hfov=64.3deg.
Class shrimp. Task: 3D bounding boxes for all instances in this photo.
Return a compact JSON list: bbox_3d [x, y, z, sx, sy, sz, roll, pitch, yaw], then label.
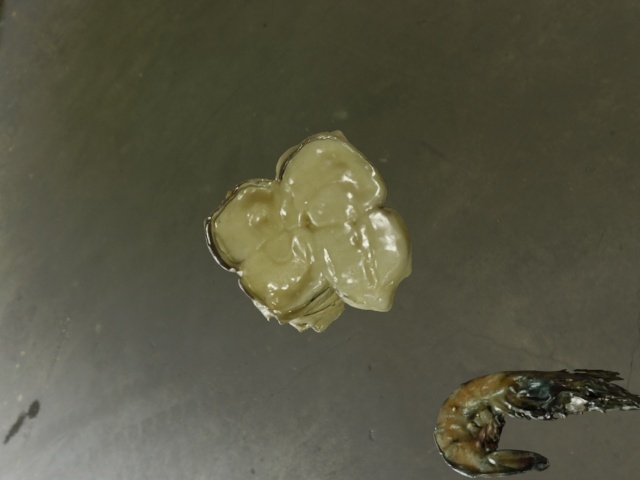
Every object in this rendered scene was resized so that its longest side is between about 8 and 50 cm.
[{"bbox_3d":[0.356,0.316,0.875,0.364,0.071,0.233,-16,25,43],"label":"shrimp"}]

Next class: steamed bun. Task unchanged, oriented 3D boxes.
[{"bbox_3d":[0.000,0.000,0.521,0.177,0.106,0.192,-42,86,7],"label":"steamed bun"}]
